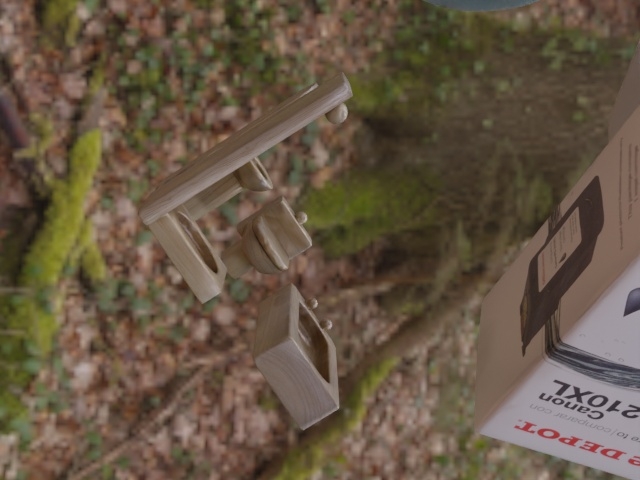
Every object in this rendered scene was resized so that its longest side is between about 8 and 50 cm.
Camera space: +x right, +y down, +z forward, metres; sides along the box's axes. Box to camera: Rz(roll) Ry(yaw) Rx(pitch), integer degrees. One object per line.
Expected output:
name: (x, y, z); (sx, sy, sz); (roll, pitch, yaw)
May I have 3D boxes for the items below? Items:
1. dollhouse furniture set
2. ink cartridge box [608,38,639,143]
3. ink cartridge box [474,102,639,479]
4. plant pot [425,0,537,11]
dollhouse furniture set: (0.000, 0.000, 0.756); (0.151, 0.123, 0.144); (56, 7, -11)
ink cartridge box: (0.423, -0.068, 1.292); (0.114, 0.272, 0.197); (101, -1, -47)
ink cartridge box: (0.204, 0.032, 0.704); (0.237, 0.172, 0.100); (120, -16, -51)
plant pot: (0.229, -0.368, 1.152); (0.334, 0.341, 0.341); (-13, 104, -49)
